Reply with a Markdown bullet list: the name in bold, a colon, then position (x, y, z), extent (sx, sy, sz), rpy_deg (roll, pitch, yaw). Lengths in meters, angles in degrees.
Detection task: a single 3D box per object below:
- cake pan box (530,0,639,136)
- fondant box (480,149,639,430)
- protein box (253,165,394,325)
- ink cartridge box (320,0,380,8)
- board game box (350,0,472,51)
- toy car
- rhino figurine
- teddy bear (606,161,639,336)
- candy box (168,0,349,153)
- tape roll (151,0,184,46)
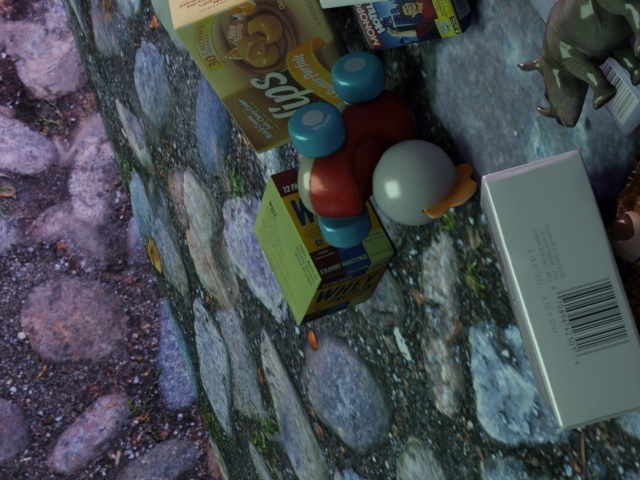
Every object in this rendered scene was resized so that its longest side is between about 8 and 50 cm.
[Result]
- **cake pan box**: position (0.281, -0.260, 1.009), extent (0.267, 0.070, 0.246), rpy_deg (61, 160, 23)
- **fondant box**: position (0.241, 0.049, 1.136), extent (0.330, 0.096, 0.238), rpy_deg (21, -128, -83)
- **protein box**: position (0.000, 0.000, 1.850), extent (0.200, 0.136, 0.201), rpy_deg (64, 159, 19)
- **ink cartridge box**: position (0.088, -0.352, 1.217), extent (0.219, 0.092, 0.160), rpy_deg (1, 123, 37)
- **board game box**: position (0.075, -0.336, 1.359), extent (0.194, 0.060, 0.194), rpy_deg (-1, 121, 42)
- **toy car**: position (0.111, -0.100, 1.491), extent (0.238, 0.210, 0.219), rpy_deg (18, 145, 29)
- **rhino figurine**: position (0.242, -0.177, 0.989), extent (0.106, 0.073, 0.243), rpy_deg (59, 159, 14)
- **teddy bear**: position (0.335, 0.085, 1.061), extent (0.245, 0.113, 0.338), rpy_deg (-87, -12, -54)
- **candy box**: position (-0.064, -0.257, 1.536), extent (0.316, 0.183, 0.087), rpy_deg (56, -162, -59)
- **tape roll**: position (-0.120, -0.404, 1.634), extent (0.246, 0.246, 0.169), rpy_deg (67, 160, 8)
